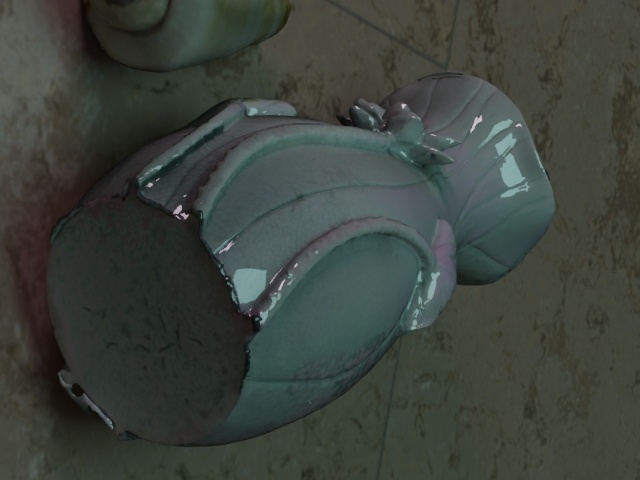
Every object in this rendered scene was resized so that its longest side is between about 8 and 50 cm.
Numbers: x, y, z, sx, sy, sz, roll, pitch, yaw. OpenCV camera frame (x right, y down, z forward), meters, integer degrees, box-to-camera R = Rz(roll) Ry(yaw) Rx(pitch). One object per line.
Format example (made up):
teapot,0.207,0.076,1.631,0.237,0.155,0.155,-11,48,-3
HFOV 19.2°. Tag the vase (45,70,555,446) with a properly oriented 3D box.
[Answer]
vase,0.000,0.000,1.461,0.445,0.250,0.250,-25,108,-51

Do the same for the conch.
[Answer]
conch,-0.108,-0.191,1.437,0.158,0.127,0.255,65,14,16
